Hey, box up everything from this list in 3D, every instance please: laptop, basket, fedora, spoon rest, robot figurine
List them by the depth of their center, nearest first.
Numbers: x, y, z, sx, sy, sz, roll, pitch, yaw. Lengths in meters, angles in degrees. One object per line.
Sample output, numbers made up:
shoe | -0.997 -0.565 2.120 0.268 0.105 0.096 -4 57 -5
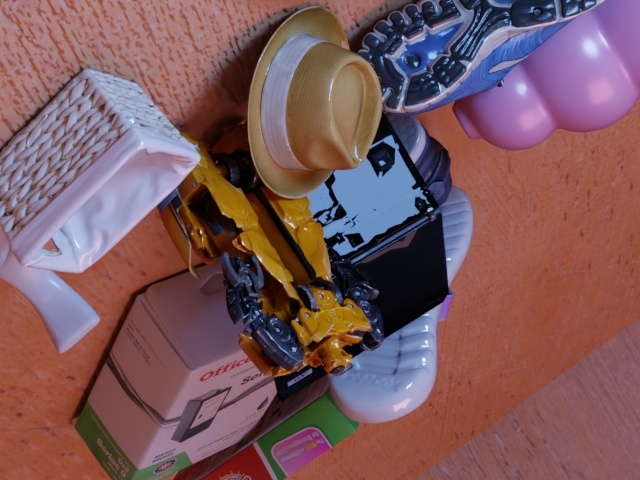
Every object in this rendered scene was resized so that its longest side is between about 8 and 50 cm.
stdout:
basket | -0.213 -0.063 1.725 0.167 0.103 0.113 -43 159 15
spoon rest | -0.318 0.026 1.817 0.137 0.084 0.276 -40 147 6
fedora | 0.005 -0.129 1.861 0.194 0.079 0.194 -28 126 -49
robot figurine | -0.057 0.015 1.881 0.085 0.291 0.211 -42 160 33
laptop | 0.000 0.000 2.072 0.234 0.264 0.136 -31 -179 -17

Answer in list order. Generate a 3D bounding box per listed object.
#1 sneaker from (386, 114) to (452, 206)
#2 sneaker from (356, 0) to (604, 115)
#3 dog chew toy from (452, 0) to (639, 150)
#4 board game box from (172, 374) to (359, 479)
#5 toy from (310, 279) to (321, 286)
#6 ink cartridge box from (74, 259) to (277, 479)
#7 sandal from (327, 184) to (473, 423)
sneaker | 0.058 -0.043 2.249 0.226 0.086 0.163 -41 157 9
sneaker | 0.180 -0.239 2.003 0.330 0.129 0.147 -31 173 -3
dog chew toy | 0.298 -0.215 2.118 0.332 0.206 0.206 -32 161 8
board game box | -0.059 0.249 2.529 0.316 0.064 0.242 -36 -170 27
toy | 0.050 0.048 2.485 0.137 0.056 0.237 -24 157 -35
ink cartridge box | -0.148 0.155 2.292 0.211 0.121 0.289 -23 156 -36
sandal | 0.088 0.082 2.264 0.416 0.169 0.102 -69 150 -49
